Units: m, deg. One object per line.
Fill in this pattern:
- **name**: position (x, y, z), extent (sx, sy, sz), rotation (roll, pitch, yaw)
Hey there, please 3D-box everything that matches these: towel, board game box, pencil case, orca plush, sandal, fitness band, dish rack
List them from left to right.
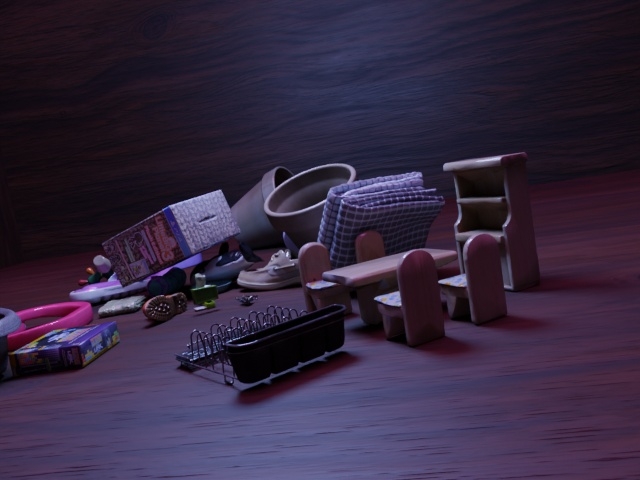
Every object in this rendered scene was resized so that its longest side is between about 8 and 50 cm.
- **fitness band**: position (-0.679, 0.206, 1.538), extent (0.209, 0.054, 0.291), rotation (-7, 7, -1)
- **board game box**: position (-0.497, 0.209, 1.235), extent (0.141, 0.048, 0.170), rotation (-10, 7, 6)
- **towel**: position (-0.529, 0.173, 1.684), extent (0.110, 0.027, 0.148), rotation (-11, 7, -3)
- **sandal**: position (-0.602, 0.111, 1.989), extent (0.170, 0.102, 0.416), rotation (-6, 7, 27)
- **pencil case**: position (-0.445, 0.121, 1.825), extent (0.065, 0.070, 0.151), rotation (-8, 8, 10)
- **board game box**: position (-0.419, -0.006, 1.781), extent (0.291, 0.141, 0.232), rotation (-24, 3, 30)
- **orca plush**: position (-0.277, 0.047, 1.765), extent (0.151, 0.102, 0.287), rotation (4, -22, -30)
- **dish rack**: position (-0.108, 0.157, 1.018), extent (0.208, 0.074, 0.272), rotation (-13, 7, -37)
- **towel**: position (0.135, -0.014, 1.433), extent (0.284, 0.234, 0.121), rotation (-11, 36, -30)

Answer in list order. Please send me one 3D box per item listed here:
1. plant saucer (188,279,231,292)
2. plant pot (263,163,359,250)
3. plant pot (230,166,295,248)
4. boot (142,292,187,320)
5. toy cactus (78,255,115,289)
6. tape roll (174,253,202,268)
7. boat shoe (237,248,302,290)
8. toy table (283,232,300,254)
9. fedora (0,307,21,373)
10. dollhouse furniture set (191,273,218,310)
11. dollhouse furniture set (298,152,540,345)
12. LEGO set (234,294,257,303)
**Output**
- **plant saucer**: position (-0.302, 0.132, 1.732), extent (0.120, 0.021, 0.119), rotation (-10, 7, 1)
- **plant pot**: position (0.009, -0.049, 1.706), extent (0.263, 0.229, 0.263), rotation (-19, 29, 11)
- **plant pot**: position (-0.215, -0.100, 2.578), extent (0.281, 0.323, 0.323), rotation (-25, 1, 20)
- **boot**: position (-0.386, 0.161, 1.480), extent (0.085, 0.059, 0.158), rotation (-11, -2, 15)
- **toy cactus**: position (-0.695, 0.085, 2.033), extent (0.219, 0.112, 0.180), rotation (-34, -15, -16)
- **tape roll**: position (-0.605, 0.065, 2.455), extent (0.275, 0.090, 0.275), rotation (-8, 7, 1)
- **boat shoe**: position (-0.080, 0.067, 1.633), extent (0.303, 0.098, 0.109), rotation (-7, 7, 23)
- **toy table**: position (0.017, -0.036, 1.910), extent (0.275, 0.252, 0.161), rotation (8, 19, -14)
- **fedora**: position (-0.693, 0.210, 1.174), extent (0.276, 0.124, 0.244), rotation (-2, 10, 15)
- **dollhouse furniture set**: position (-0.297, 0.128, 1.527), extent (0.059, 0.076, 0.152), rotation (-12, 8, -25)
- **dollhouse furniture set**: position (0.196, -0.004, 1.172), extent (0.394, 0.256, 0.362), rotation (-12, 7, -25)
- **LEGO set**: position (-0.171, 0.142, 1.494), extent (0.054, 0.023, 0.083), rotation (-4, -5, 26)
